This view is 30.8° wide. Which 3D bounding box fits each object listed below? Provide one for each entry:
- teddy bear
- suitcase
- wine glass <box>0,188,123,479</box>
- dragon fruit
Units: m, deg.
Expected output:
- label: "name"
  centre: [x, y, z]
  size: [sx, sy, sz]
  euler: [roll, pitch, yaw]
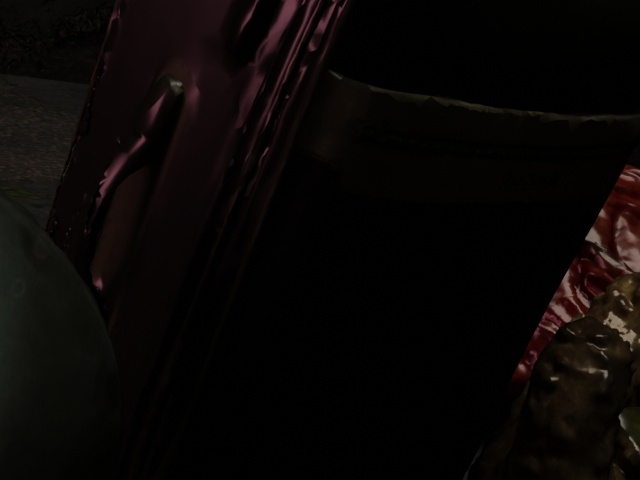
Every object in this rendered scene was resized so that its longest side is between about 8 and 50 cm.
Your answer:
- label: "teddy bear"
  centre: [0.186, 0.143, 0.611]
  size: [0.296, 0.246, 0.222]
  euler: [-31, 15, -27]
- label: "suitcase"
  centre: [0.000, 0.000, 0.607]
  size: [0.283, 0.434, 0.194]
  euler: [-3, 34, -45]
- label: "wine glass"
  centre: [-0.168, 0.149, 0.299]
  size: [0.267, 0.267, 0.406]
  euler: [7, 20, -17]
- label: "dragon fruit"
  centre: [0.249, 0.055, 1.017]
  size: [0.330, 0.302, 0.240]
  euler: [12, -21, 35]
